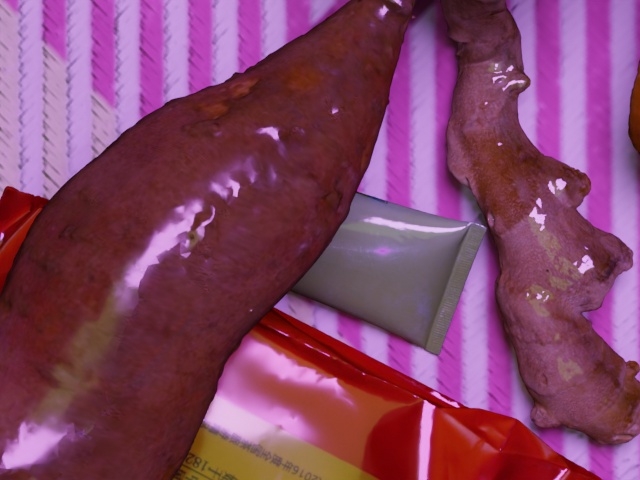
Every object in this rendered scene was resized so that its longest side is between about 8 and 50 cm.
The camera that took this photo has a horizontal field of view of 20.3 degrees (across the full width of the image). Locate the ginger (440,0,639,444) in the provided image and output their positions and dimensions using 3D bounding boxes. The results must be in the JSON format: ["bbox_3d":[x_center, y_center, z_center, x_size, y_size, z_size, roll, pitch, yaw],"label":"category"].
[{"bbox_3d":[0.125,-0.019,1.017,0.089,0.075,0.288,-15,92,12],"label":"ginger"}]

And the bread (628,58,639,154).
[{"bbox_3d":[0.273,-0.123,0.946,0.174,0.121,0.245,27,118,6],"label":"bread"}]

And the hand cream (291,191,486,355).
[{"bbox_3d":[0.000,0.000,1.032,0.175,0.046,0.095,19,122,2],"label":"hand cream"}]

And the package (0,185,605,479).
[{"bbox_3d":[-0.029,0.139,0.997,0.423,0.123,0.196,25,90,4],"label":"package"}]

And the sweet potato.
[{"bbox_3d":[-0.068,-0.005,0.894,0.131,0.131,0.336,32,82,4],"label":"sweet potato"}]
